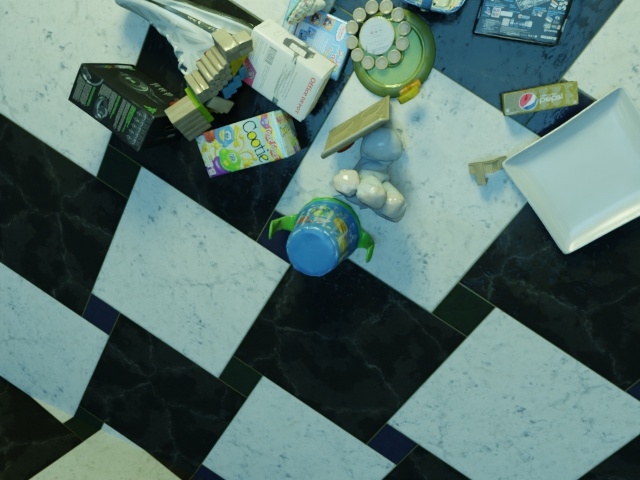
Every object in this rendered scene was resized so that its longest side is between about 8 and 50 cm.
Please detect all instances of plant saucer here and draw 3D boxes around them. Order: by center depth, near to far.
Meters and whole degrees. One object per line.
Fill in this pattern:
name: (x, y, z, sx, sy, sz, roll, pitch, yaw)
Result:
plant saucer: (0.206, -0.533, 1.284, 0.241, 0.037, 0.240, 5, 111, 14)

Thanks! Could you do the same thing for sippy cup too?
sippy cup: (0.000, 0.000, 1.435, 0.306, 0.224, 0.239, -21, 103, 21)

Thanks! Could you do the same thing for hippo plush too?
hippo plush: (0.182, -0.203, 1.329, 0.235, 0.294, 0.236, 27, 91, 3)

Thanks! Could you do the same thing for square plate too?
square plate: (0.756, -0.184, 1.257, 0.347, 0.049, 0.344, -35, 97, 23)

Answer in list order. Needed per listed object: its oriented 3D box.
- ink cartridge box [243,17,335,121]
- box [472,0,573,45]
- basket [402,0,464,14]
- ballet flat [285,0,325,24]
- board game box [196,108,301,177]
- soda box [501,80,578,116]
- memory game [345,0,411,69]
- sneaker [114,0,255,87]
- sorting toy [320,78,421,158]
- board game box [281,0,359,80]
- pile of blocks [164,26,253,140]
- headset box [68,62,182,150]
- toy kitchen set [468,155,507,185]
ink cartridge box: (-0.101, -0.495, 1.314, 0.237, 0.100, 0.172, 35, 139, -2)
box: (0.528, -0.612, 1.158, 0.221, 0.051, 0.175, 14, 113, 10)
basket: (0.286, -0.682, 1.067, 0.201, 0.289, 0.254, 19, 115, 8)
ballet flat: (-0.005, -0.690, 1.234, 0.077, 0.091, 0.240, 31, 99, -15)
board game box: (-0.226, -0.310, 1.424, 0.276, 0.144, 0.142, -11, 107, 20)
soda box: (0.594, -0.386, 1.220, 0.182, 0.058, 0.061, -7, 108, 17)
memory game: (0.160, -0.573, 1.253, 0.186, 0.012, 0.186, 4, 110, 12)
sneaker: (-0.439, -0.597, 1.362, 0.448, 0.169, 0.257, 21, 112, 4)
sorting toy: (0.147, -0.339, 1.261, 0.307, 0.229, 0.041, -26, 114, 25)
board game box: (-0.015, -0.591, 1.320, 0.212, 0.039, 0.160, 27, 114, 6)
pile of blocks: (-0.321, -0.464, 1.308, 0.362, 0.149, 0.112, -44, 67, 22)
headset box: (-0.580, -0.423, 1.422, 0.283, 0.246, 0.131, 37, 115, 0)
toy kitchen set: (0.499, -0.205, 1.329, 0.083, 0.075, 0.068, 6, 114, 56)
